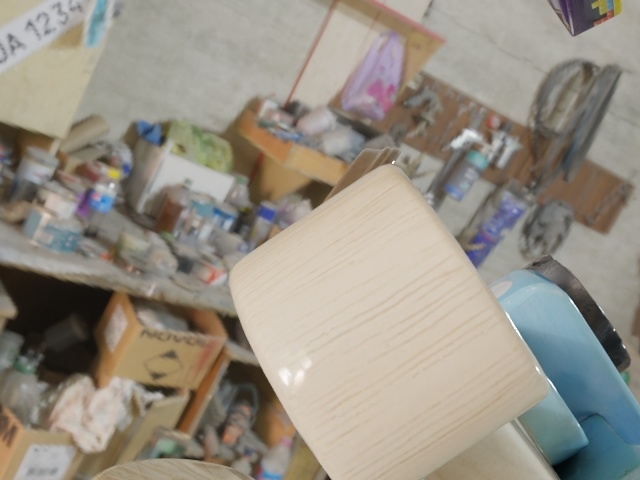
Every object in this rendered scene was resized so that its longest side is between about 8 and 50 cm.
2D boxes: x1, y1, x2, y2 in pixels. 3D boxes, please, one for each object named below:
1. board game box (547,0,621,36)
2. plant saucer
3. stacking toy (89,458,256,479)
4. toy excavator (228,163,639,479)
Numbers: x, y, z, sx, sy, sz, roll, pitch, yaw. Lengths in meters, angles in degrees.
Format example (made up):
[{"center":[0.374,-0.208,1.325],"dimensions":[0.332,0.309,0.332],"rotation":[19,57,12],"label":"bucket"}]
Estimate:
[{"center":[0.171,-0.262,0.716],"dimensions":[0.170,0.048,0.141],"rotation":[55,12,-55],"label":"board game box"},{"center":[0.000,0.000,1.097],"dimensions":[0.041,0.278,0.278],"rotation":[34,10,1],"label":"plant saucer"},{"center":[-0.118,0.341,0.704],"dimensions":[0.141,0.330,0.141],"rotation":[5,4,0],"label":"stacking toy"},{"center":[0.117,0.135,0.544],"dimensions":[0.433,0.222,0.445],"rotation":[56,2,-10],"label":"toy excavator"}]
